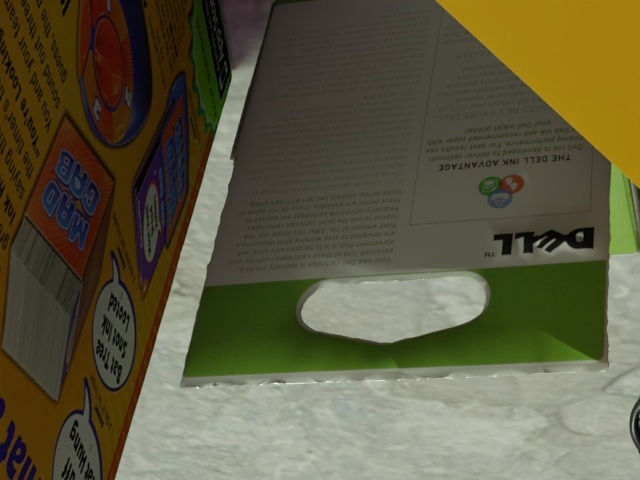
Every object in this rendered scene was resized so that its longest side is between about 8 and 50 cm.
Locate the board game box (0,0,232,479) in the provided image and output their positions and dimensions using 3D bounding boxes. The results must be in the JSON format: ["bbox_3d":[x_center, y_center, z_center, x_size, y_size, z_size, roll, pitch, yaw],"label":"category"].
[{"bbox_3d":[-0.265,-0.082,0.550,0.356,0.356,0.356,4,141,10],"label":"board game box"}]

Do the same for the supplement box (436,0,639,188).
[{"bbox_3d":[0.124,-0.159,0.488,0.191,0.194,0.129,37,136,-28],"label":"supplement box"}]

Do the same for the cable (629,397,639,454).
[{"bbox_3d":[0.309,0.133,0.933,0.150,0.047,0.184,28,136,-28],"label":"cable"}]

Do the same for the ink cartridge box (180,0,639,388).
[{"bbox_3d":[0.055,-0.016,0.634,0.188,0.255,0.097,-4,139,19],"label":"ink cartridge box"}]
